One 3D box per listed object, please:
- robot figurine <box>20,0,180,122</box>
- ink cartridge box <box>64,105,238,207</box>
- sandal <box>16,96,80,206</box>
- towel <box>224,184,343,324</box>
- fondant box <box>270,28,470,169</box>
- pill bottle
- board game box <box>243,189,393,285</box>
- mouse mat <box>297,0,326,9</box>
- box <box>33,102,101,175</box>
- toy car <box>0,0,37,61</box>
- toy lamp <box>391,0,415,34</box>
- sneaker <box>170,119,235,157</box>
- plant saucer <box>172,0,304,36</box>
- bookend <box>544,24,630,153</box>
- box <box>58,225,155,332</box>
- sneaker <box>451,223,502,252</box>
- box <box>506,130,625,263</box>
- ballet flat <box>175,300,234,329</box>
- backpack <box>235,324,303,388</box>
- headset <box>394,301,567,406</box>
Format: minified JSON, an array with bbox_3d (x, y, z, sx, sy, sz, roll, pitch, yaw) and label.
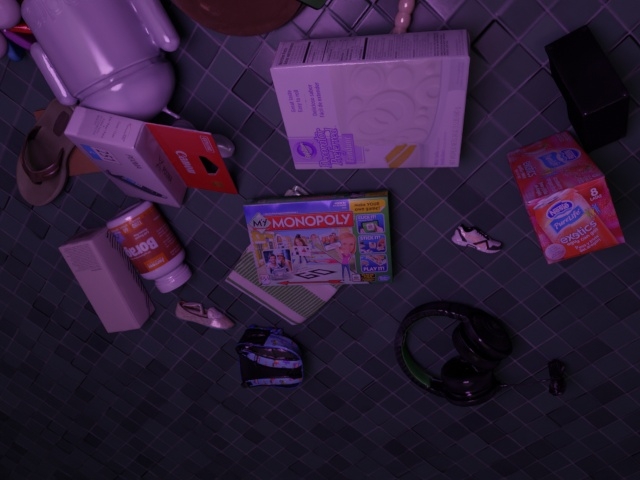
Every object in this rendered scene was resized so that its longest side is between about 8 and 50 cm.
[{"bbox_3d":[-0.417,-0.371,0.925,0.300,0.200,0.353,-19,112,21],"label":"robot figurine"},{"bbox_3d":[-0.327,-0.149,0.993,0.261,0.066,0.296,12,164,4],"label":"ink cartridge box"},{"bbox_3d":[-0.638,-0.202,1.101,0.120,0.086,0.303,35,119,-7],"label":"sandal"},{"bbox_3d":[-0.056,0.053,1.169,0.248,0.038,0.325,36,117,-9],"label":"towel"},{"bbox_3d":[0.097,-0.249,0.892,0.330,0.096,0.238,2,142,12],"label":"fondant box"},{"bbox_3d":[-0.410,0.017,1.175,0.121,0.121,0.216,-20,112,21],"label":"pill bottle"},{"bbox_3d":[0.000,0.000,1.086,0.317,0.046,0.213,-3,118,10],"label":"board game box"},{"bbox_3d":[0.029,-0.475,0.805,0.189,0.152,0.007,-40,85,27],"label":"mouse mat"},{"bbox_3d":[-0.553,-0.239,1.127,0.201,0.021,0.164,-5,116,15],"label":"box"},{"bbox_3d":[-0.631,-0.446,0.981,0.136,0.159,0.182,19,128,-42],"label":"toy car"},{"bbox_3d":[0.159,-0.455,0.829,0.080,0.080,0.275,16,120,3],"label":"toy lamp"},{"bbox_3d":[-0.264,-0.215,1.056,0.152,0.061,0.054,21,118,-1],"label":"sneaker"},{"bbox_3d":[-0.145,-0.453,0.819,0.277,0.041,0.278,-1,157,-1],"label":"plant saucer"},{"bbox_3d":[0.474,-0.263,0.854,0.072,0.156,0.157,-25,154,22],"label":"bookend"},{"bbox_3d":[-0.557,0.105,1.269,0.113,0.094,0.275,-9,116,17],"label":"box"},{"bbox_3d":[0.346,-0.004,1.049,0.109,0.040,0.044,14,118,4],"label":"sneaker"},{"bbox_3d":[0.428,-0.086,0.862,0.122,0.257,0.128,-21,111,23],"label":"box"},{"bbox_3d":[-0.313,0.199,1.291,0.168,0.057,0.052,11,109,6],"label":"ballet flat"},{"bbox_3d":[-0.124,0.311,1.272,0.173,0.117,0.158,3,118,11],"label":"backpack"},{"bbox_3d":[0.382,0.277,1.161,0.394,0.185,0.243,17,117,20],"label":"headset"}]
